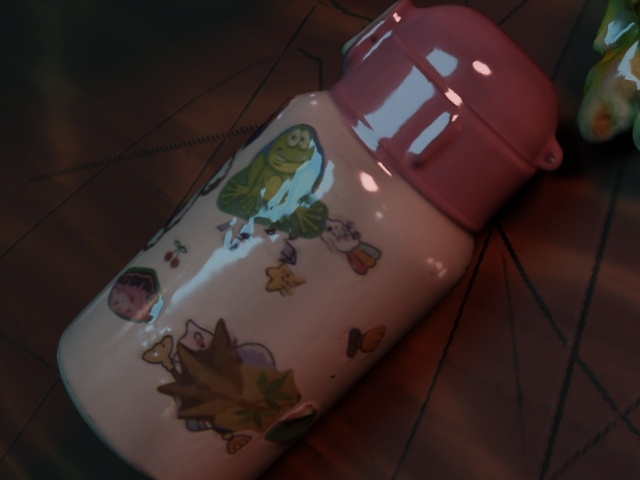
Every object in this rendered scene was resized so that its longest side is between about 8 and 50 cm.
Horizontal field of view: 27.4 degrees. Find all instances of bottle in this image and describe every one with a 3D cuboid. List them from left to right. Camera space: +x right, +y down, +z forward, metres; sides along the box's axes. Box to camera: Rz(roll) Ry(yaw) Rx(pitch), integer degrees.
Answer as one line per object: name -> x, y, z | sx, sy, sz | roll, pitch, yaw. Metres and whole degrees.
bottle -> 0.000, 0.000, 0.607 | 0.253, 0.120, 0.120 | -46, 38, 11

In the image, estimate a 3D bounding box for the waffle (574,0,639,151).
waffle -> 0.204, -0.126, 0.535 | 0.204, 0.054, 0.223 | 3, 64, 47
